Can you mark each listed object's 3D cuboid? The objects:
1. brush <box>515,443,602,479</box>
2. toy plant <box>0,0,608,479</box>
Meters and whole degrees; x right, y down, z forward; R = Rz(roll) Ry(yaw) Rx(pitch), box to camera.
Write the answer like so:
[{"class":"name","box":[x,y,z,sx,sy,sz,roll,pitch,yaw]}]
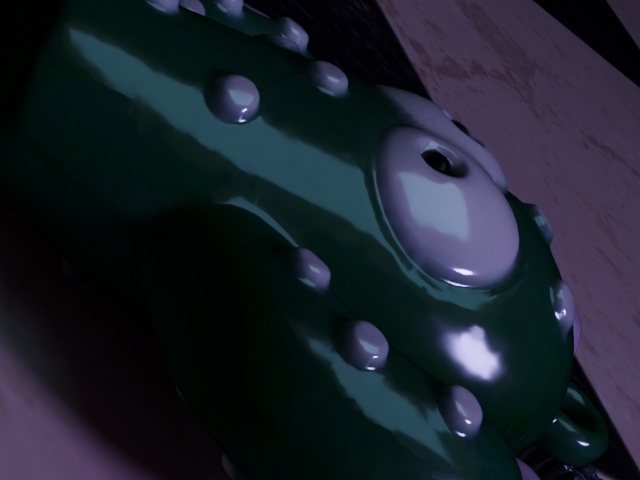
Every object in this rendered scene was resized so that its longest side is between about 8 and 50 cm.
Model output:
[{"class":"brush","box":[0.061,0.051,0.758,0.193,0.032,0.043,54,20,12]},{"class":"toy plant","box":[0.001,0.003,0.595,0.243,0.112,0.232,43,23,3]}]
